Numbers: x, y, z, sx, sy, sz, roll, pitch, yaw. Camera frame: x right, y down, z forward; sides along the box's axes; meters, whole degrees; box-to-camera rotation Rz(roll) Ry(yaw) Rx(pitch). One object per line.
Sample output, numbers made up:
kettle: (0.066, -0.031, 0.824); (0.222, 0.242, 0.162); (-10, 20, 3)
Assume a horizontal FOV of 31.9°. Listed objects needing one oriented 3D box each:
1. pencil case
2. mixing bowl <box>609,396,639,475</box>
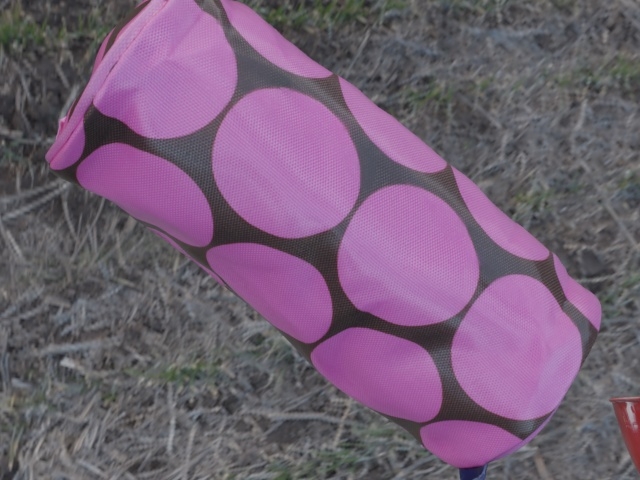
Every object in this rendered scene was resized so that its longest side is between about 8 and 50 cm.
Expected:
pencil case: (0.000, 0.000, 0.411); (0.209, 0.098, 0.095); (40, 52, -14)
mixing bowl: (0.331, 0.175, 0.912); (0.181, 0.181, 0.098); (1, 81, -16)
